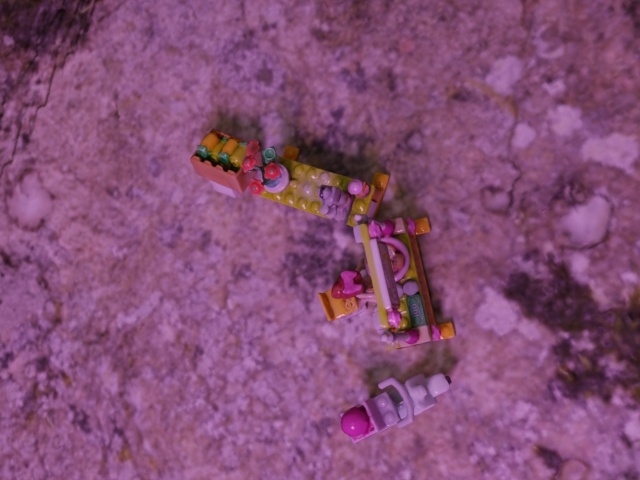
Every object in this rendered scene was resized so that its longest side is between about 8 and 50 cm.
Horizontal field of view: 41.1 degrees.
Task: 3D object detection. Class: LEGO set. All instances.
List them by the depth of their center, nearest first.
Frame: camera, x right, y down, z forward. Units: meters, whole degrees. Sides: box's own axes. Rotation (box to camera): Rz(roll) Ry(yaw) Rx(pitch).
[{"bbox_3d":[0.000,0.000,0.622,0.132,0.107,0.287,-38,73,15],"label":"LEGO set"}]
